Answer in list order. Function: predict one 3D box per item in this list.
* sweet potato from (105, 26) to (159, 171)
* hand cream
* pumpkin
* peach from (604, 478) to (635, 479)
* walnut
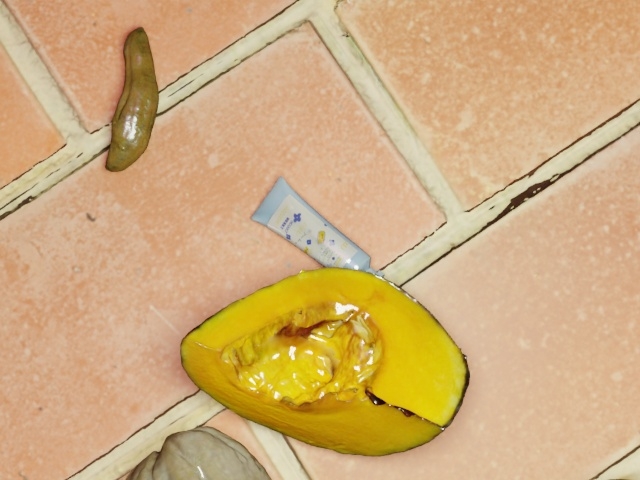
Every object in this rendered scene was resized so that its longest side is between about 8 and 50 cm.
[{"bbox_3d":[-0.221,-0.171,1.575,0.053,0.054,0.182,8,80,-4],"label":"sweet potato"},{"bbox_3d":[0.000,0.000,1.539,0.171,0.043,0.065,38,100,9],"label":"hand cream"},{"bbox_3d":[0.003,0.132,1.495,0.312,0.148,0.169,20,52,-3],"label":"pumpkin"},{"bbox_3d":[0.321,0.370,1.381,0.243,0.199,0.243,-1,68,3],"label":"peach"},{"bbox_3d":[-0.119,0.323,1.444,0.178,0.178,0.230,-36,85,-2],"label":"walnut"}]
